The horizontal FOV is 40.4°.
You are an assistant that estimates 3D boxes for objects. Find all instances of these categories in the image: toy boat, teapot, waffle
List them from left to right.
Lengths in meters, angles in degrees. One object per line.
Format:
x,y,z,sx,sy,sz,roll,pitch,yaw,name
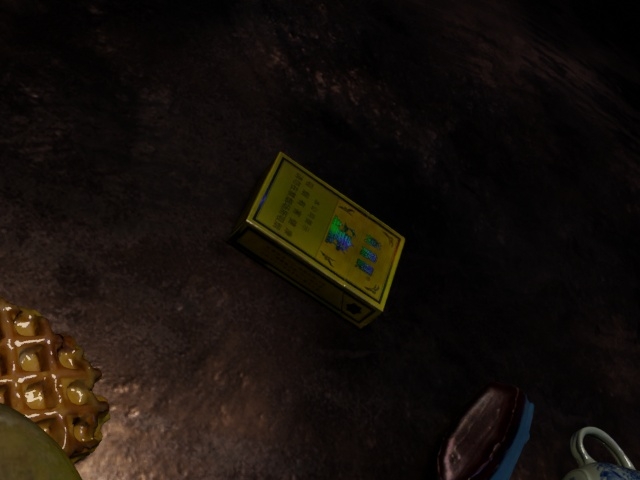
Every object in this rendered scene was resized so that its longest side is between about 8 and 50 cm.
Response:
-0.331,0.160,0.823,0.243,0.059,0.238,36,50,-10,waffle
0.206,0.280,1.122,0.223,0.100,0.097,-48,130,-40,toy boat
0.362,0.355,1.143,0.159,0.159,0.232,33,51,-15,teapot

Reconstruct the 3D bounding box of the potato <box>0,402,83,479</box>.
-0.286,0.252,0.703,0.269,0.112,0.255,5,76,-37,potato

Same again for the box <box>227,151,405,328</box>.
0.000,0.000,1.164,0.220,0.064,0.141,32,47,-13,box
